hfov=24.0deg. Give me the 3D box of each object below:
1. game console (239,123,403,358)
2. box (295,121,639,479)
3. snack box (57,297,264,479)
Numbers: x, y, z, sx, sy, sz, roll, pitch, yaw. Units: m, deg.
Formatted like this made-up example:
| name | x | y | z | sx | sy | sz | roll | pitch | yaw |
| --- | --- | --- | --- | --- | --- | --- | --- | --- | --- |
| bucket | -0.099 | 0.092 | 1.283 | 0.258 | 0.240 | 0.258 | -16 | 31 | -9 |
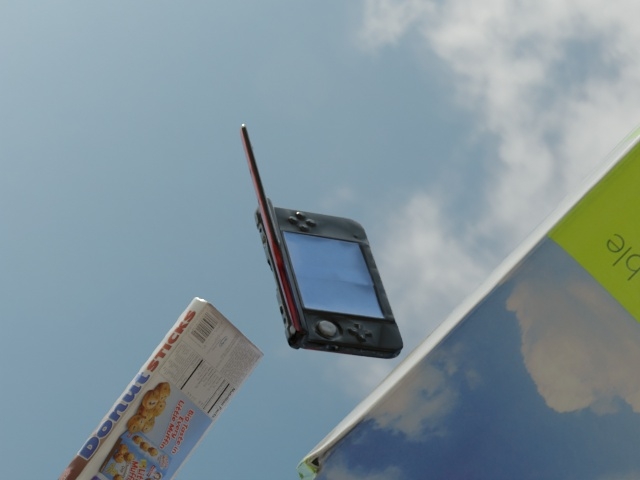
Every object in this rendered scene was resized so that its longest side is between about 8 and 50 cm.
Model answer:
| name | x | y | z | sx | sy | sz | roll | pitch | yaw |
| --- | --- | --- | --- | --- | --- | --- | --- | --- | --- |
| game console | 0.000 | 0.000 | 1.040 | 0.144 | 0.124 | 0.085 | -107 | -147 | -47 |
| box | 0.080 | 0.041 | 0.338 | 0.178 | 0.042 | 0.109 | -44 | -93 | -11 |
| snack box | -0.113 | 0.128 | 1.011 | 0.022 | 0.064 | 0.178 | 16 | -115 | 53 |
